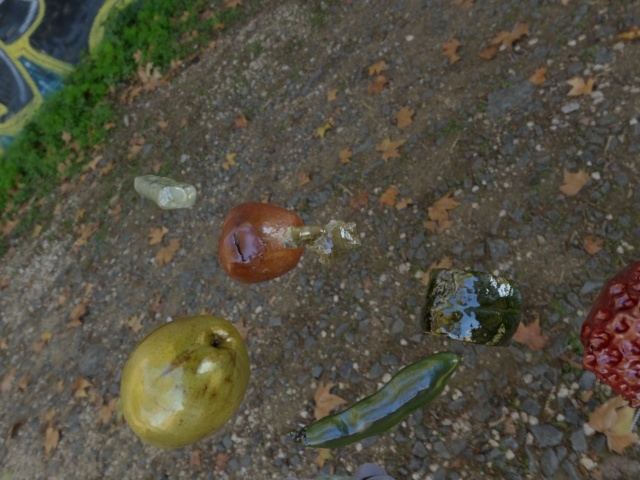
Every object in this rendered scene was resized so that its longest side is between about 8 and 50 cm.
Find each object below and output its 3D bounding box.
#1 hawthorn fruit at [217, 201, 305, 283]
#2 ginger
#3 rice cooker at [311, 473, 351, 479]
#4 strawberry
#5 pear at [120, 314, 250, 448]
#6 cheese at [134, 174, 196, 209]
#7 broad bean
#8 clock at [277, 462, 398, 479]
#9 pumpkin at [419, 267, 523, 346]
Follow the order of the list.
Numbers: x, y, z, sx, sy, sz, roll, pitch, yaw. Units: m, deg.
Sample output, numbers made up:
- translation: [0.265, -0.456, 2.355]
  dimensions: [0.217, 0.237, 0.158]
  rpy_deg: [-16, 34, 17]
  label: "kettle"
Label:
- translation: [-0.124, 0.001, 1.280]
  dimensions: [0.211, 0.299, 0.211]
  rpy_deg: [175, 90, -67]
  label: "hawthorn fruit"
- translation: [0.000, 0.008, 1.015]
  dimensions: [0.165, 0.096, 0.067]
  rpy_deg: [-3, 27, -12]
  label: "ginger"
- translation: [0.025, 0.773, 1.305]
  dimensions: [0.226, 0.226, 0.244]
  rpy_deg: [-21, 12, 28]
  label: "rice cooker"
- translation: [0.621, 0.116, 0.798]
  dimensions: [0.317, 0.345, 0.295]
  rpy_deg: [-2, 44, -5]
  label: "strawberry"
- translation: [-0.319, 0.333, 1.170]
  dimensions: [0.314, 0.314, 0.314]
  rpy_deg: [-23, 46, 26]
  label: "pear"
- translation: [-0.263, -0.085, 0.824]
  dimensions: [0.194, 0.064, 0.043]
  rpy_deg: [19, 114, 56]
  label: "cheese"
- translation: [0.077, 0.215, 0.634]
  dimensions: [0.254, 0.065, 0.046]
  rpy_deg: [-31, 10, 9]
  label: "broad bean"
- translation: [0.052, 0.502, 0.897]
  dimensions: [0.253, 0.189, 0.189]
  rpy_deg: [-24, 44, 9]
  label: "clock"
- translation: [0.297, 0.141, 1.020]
  dimensions: [0.190, 0.280, 0.139]
  rpy_deg: [9, 81, 4]
  label: "pumpkin"
